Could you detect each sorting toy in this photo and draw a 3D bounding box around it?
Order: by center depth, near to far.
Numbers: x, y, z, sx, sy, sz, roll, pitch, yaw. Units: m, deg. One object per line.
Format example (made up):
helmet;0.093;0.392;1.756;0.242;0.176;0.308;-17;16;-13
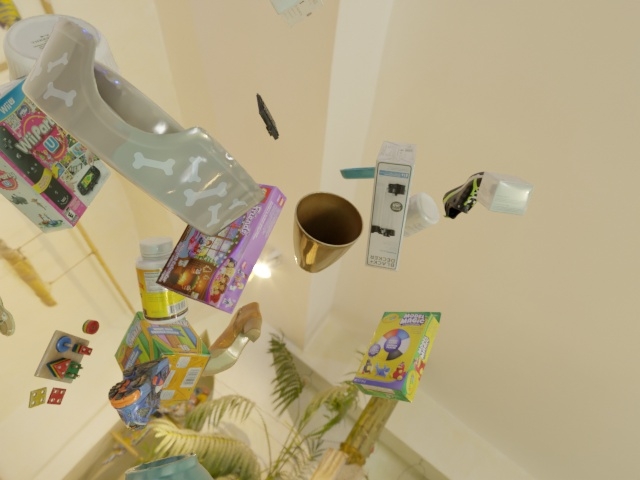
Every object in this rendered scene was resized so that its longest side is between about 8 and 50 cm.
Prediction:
sorting toy;-0.745;0.355;1.216;0.046;0.274;0.132;5;-26;17

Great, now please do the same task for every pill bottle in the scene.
pill bottle;-0.416;0.102;1.086;0.117;0.117;0.214;12;-69;39
pill bottle;0.314;-0.078;1.553;0.229;0.131;0.131;-29;-73;43

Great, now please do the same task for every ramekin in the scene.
ramekin;-0.676;-0.474;1.086;0.273;0.273;0.127;36;-34;10

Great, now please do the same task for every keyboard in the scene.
keyboard;-0.173;-0.402;1.390;0.023;0.108;0.180;-13;-17;8

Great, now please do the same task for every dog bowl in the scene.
dog bowl;-0.246;-0.137;0.598;0.349;0.102;0.349;38;-7;5

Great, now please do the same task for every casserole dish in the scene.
casserole dish;0.155;-0.233;1.427;0.189;0.114;0.036;2;-76;29

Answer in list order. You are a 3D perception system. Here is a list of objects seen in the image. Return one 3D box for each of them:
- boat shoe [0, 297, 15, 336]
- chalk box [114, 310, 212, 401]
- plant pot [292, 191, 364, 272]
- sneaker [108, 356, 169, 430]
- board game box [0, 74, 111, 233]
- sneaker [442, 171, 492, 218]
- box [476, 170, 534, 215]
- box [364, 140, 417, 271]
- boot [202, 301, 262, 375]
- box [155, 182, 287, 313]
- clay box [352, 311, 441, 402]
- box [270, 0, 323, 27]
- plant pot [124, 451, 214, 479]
boat shoe;-0.948;0.215;1.208;0.056;0.048;0.153;-33;-98;14
chalk box;-0.513;0.345;1.313;0.179;0.180;0.289;20;10;-48
plant pot;0.000;0.000;1.459;0.237;0.237;0.254;35;-40;11
sneaker;-0.348;0.295;0.812;0.221;0.083;0.087;-133;-149;-84
board game box;-0.690;-0.202;1.010;0.098;0.223;0.303;-10;-45;17
sneaker;0.474;-0.130;1.306;0.084;0.097;0.235;15;-24;-16
box;0.498;-0.130;1.125;0.102;0.101;0.087;7;-67;-4
box;0.179;-0.087;1.054;0.087;0.169;0.289;8;-58;11
boot;-0.342;0.369;1.584;0.104;0.295;0.211;53;2;-21
box;-0.224;-0.001;0.941;0.201;0.293;0.057;13;-20;31
clay box;0.171;0.232;0.903;0.128;0.222;0.053;-10;-52;44
box;-0.092;-0.689;1.088;0.119;0.181;0.181;-28;-78;14
plant pot;-0.391;0.659;1.040;0.293;0.293;0.196;-41;-123;58
